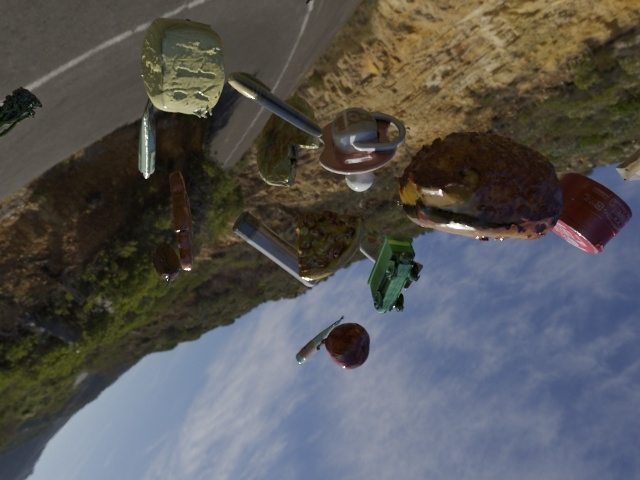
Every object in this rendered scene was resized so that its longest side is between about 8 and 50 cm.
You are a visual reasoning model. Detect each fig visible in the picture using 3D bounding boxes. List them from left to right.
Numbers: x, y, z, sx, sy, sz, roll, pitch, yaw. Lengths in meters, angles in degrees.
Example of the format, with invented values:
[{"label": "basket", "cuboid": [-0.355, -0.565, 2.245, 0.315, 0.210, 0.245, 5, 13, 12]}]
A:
[{"label": "fig", "cuboid": [0.070, 0.281, 1.124, 0.128, 0.128, 0.150, -51, -167, -16]}]

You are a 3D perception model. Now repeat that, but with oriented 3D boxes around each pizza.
[{"label": "pizza", "cuboid": [0.000, 0.000, 0.801, 0.175, 0.134, 0.046, -53, 170, 13]}]

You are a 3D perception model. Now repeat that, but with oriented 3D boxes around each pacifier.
[{"label": "pacifier", "cuboid": [0.114, -0.293, 1.320, 0.273, 0.220, 0.332, -56, -156, 37]}]

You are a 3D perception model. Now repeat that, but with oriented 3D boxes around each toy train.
[{"label": "toy train", "cuboid": [0.274, 0.133, 1.592, 0.202, 0.120, 0.301, -95, -164, -51]}]

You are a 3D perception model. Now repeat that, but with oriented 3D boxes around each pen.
[{"label": "pen", "cuboid": [-0.079, -0.264, 0.816, 0.032, 0.233, 0.040, 0, -105, 45]}]

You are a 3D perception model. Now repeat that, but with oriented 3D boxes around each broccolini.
[{"label": "broccolini", "cuboid": [-0.925, -0.273, 1.097, 0.392, 0.079, 0.074, -43, -135, -18]}]

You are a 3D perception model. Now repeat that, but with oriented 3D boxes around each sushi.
[{"label": "sushi", "cuboid": [-0.400, 0.060, 1.077, 0.052, 0.120, 0.055, -10, 146, -51]}]

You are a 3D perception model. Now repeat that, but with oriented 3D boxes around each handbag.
[{"label": "handbag", "cuboid": [0.962, -0.243, 1.194, 0.117, 0.095, 0.173, -10, 152, -21]}]

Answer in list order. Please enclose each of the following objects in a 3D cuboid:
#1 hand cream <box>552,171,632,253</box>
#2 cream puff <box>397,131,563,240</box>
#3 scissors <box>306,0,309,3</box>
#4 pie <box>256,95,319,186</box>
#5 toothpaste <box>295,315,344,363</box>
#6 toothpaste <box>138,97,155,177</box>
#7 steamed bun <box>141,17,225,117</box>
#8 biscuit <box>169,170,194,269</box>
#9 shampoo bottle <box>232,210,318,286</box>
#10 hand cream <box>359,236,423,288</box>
[{"label": "hand cream", "cuboid": [0.761, -0.082, 1.221, 0.149, 0.230, 0.230, -50, -167, 13]}, {"label": "cream puff", "cuboid": [0.237, -0.081, 0.640, 0.240, 0.239, 0.164, -111, -154, -74]}, {"label": "scissors", "cuboid": [-0.007, -0.574, 0.947, 0.113, 0.012, 0.039, -13, -104, 61]}, {"label": "pie", "cuboid": [-0.131, -0.366, 1.529, 0.337, 0.075, 0.338, -9, -104, 42]}, {"label": "toothpaste", "cuboid": [-0.003, 0.288, 1.208, 0.205, 0.036, 0.056, -49, 168, 29]}, {"label": "toothpaste", "cuboid": [-0.638, -0.359, 1.540, 0.392, 0.061, 0.099, 126, -30, -52]}, {"label": "steamed bun", "cuboid": [-0.416, -0.524, 1.266, 0.232, 0.166, 0.273, -19, 136, -38]}, {"label": "biscuit", "cuboid": [-0.409, -0.057, 1.261, 0.043, 0.284, 0.306, -8, -178, -15]}, {"label": "shampoo bottle", "cuboid": [-0.099, 0.021, 0.974, 0.056, 0.227, 0.086, -50, -160, 4]}, {"label": "hand cream", "cuboid": [0.287, 0.075, 1.844, 0.340, 0.077, 0.124, 37, -91, 38]}]
